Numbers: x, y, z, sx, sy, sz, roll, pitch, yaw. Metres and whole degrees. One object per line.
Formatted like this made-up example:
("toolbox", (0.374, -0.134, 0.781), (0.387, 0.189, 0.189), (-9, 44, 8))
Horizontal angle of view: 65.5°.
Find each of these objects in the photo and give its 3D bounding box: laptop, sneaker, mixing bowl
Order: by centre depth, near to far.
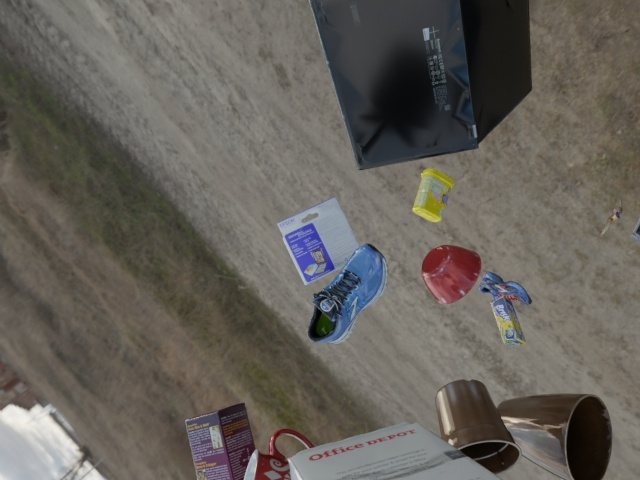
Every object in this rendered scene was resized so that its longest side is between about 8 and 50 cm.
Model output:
("laptop", (0.235, -0.397, 1.026), (0.408, 0.236, 0.382), (-9, 126, 16))
("sneaker", (0.066, 0.157, 1.349), (0.130, 0.147, 0.330), (36, 111, 27))
("mixing bowl", (0.355, 0.081, 1.423), (0.098, 0.181, 0.181), (33, 153, -21))
("sneaker", (0.682, 0.194, 1.843), (0.083, 0.087, 0.221), (43, 171, -33))

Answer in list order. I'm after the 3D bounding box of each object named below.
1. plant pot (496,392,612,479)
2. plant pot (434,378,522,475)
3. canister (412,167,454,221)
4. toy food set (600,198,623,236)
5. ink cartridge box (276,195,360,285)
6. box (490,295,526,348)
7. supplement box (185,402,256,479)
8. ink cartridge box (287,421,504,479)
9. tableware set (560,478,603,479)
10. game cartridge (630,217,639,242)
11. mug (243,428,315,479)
("plant pot", (0.570, 0.481, 1.264), (0.230, 0.215, 0.215), (-7, 119, 55))
("plant pot", (0.335, 0.412, 1.107), (0.167, 0.165, 0.167), (-2, 130, -2))
("canister", (0.423, -0.168, 1.878), (0.126, 0.170, 0.073), (26, 162, -18))
("toy food set", (0.957, -0.072, 1.625), (0.019, 0.078, 0.122), (28, 125, 17))
("ink cartridge box", (0.000, 0.000, 1.506), (0.208, 0.206, 0.045), (65, 167, 1))
("box", (0.637, 0.276, 1.692), (0.059, 0.169, 0.054), (28, 130, -34))
("supplement box", (-0.190, 0.435, 0.995), (0.104, 0.081, 0.188), (-26, 72, 32))
("ink cartridge box", (0.109, 0.362, 0.626), (0.307, 0.223, 0.129), (178, 84, -72))
("tableware set", (0.715, 0.663, 1.428), (0.194, 0.039, 0.128), (51, 136, -6))
("game cartridge", (1.043, -0.145, 1.471), (0.068, 0.230, 0.355), (45, 179, 31))
("mug", (-0.040, 0.421, 0.856), (0.169, 0.150, 0.113), (18, 179, -8))
